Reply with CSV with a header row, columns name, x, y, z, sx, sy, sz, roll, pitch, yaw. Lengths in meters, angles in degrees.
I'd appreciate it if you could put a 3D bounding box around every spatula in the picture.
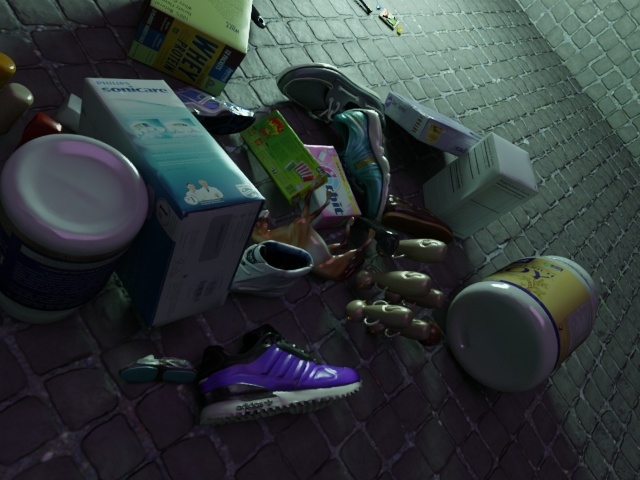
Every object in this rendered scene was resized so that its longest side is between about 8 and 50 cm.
name,x,y,z,sx,sy,sz,roll,pitch,yaw
spatula,-0.207,-0.651,1.331,0.084,0.030,0.296,-13,71,-44

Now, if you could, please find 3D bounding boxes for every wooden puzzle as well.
name,x,y,z,sx,sy,sz,roll,pitch,yaw
wooden puzzle,0.231,-0.740,1.738,0.116,0.014,0.078,34,47,-15

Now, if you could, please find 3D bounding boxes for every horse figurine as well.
name,x,y,z,sx,sy,sz,roll,pitch,yaw
horse figurine,0.000,0.000,1.022,0.263,0.066,0.174,45,76,-30

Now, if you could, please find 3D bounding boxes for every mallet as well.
name,x,y,z,sx,sy,sz,roll,pitch,yaw
mallet,0.106,-0.811,1.677,0.190,0.039,0.062,45,43,-13

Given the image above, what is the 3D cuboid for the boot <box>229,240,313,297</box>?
name,x,y,z,sx,sy,sz,roll,pitch,yaw
boot,-0.140,0.037,0.879,0.258,0.123,0.095,5,60,-35

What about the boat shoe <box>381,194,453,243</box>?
name,x,y,z,sx,sy,sz,roll,pitch,yaw
boat shoe,0.238,-0.053,1.264,0.207,0.073,0.073,22,53,-26

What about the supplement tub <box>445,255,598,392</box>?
name,x,y,z,sx,sy,sz,roll,pitch,yaw
supplement tub,0.466,0.171,1.181,0.331,0.241,0.241,-18,75,-43

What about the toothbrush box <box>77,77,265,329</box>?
name,x,y,z,sx,sy,sz,roll,pitch,yaw
toothbrush box,-0.235,-0.062,0.748,0.126,0.216,0.295,-15,52,-43

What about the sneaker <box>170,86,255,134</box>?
name,x,y,z,sx,sy,sz,roll,pitch,yaw
sneaker,-0.223,-0.263,1.037,0.211,0.080,0.081,-2,67,-40

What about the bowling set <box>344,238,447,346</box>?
name,x,y,z,sx,sy,sz,roll,pitch,yaw
bowling set,0.155,0.137,1.058,0.287,0.154,0.199,-46,131,-48

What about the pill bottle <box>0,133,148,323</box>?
name,x,y,z,sx,sy,sz,roll,pitch,yaw
pill bottle,-0.329,0.002,0.658,0.153,0.265,0.153,20,51,-26

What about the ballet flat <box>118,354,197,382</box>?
name,x,y,z,sx,sy,sz,roll,pitch,yaw
ballet flat,-0.240,0.189,0.772,0.114,0.041,0.041,12,56,-32

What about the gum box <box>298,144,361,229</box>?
name,x,y,z,sx,sy,sz,roll,pitch,yaw
gum box,0.000,-0.121,1.130,0.107,0.062,0.188,-6,68,-39

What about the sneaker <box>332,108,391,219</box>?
name,x,y,z,sx,sy,sz,roll,pitch,yaw
sneaker,0.091,-0.174,1.215,0.110,0.107,0.275,-6,75,-17

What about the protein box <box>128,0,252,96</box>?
name,x,y,z,sx,sy,sz,roll,pitch,yaw
protein box,-0.264,-0.448,1.084,0.200,0.136,0.201,19,52,-28

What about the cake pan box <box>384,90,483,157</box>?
name,x,y,z,sx,sy,sz,roll,pitch,yaw
cake pan box,0.315,-0.301,1.403,0.246,0.070,0.267,18,23,-28

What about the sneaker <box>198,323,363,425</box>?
name,x,y,z,sx,sy,sz,roll,pitch,yaw
sneaker,-0.060,0.204,0.850,0.293,0.102,0.146,4,60,-36

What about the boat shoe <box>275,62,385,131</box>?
name,x,y,z,sx,sy,sz,roll,pitch,yaw
boat shoe,0.039,-0.333,1.262,0.320,0.116,0.099,8,55,-40

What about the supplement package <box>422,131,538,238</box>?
name,x,y,z,sx,sy,sz,roll,pitch,yaw
supplement package,0.393,-0.130,1.312,0.139,0.244,0.133,20,53,-28

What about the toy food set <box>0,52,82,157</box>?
name,x,y,z,sx,sy,sz,roll,pitch,yaw
toy food set,-0.436,-0.173,0.829,0.232,0.105,0.111,33,31,-41

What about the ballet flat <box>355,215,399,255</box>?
name,x,y,z,sx,sy,sz,roll,pitch,yaw
ballet flat,0.113,-0.017,1.114,0.058,0.049,0.173,10,14,-22

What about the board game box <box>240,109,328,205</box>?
name,x,y,z,sx,sy,sz,roll,pitch,yaw
board game box,-0.075,-0.169,1.067,0.092,0.043,0.181,-34,74,-7
